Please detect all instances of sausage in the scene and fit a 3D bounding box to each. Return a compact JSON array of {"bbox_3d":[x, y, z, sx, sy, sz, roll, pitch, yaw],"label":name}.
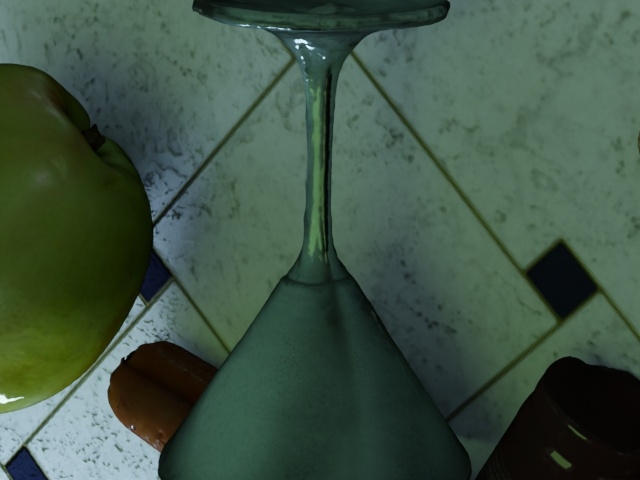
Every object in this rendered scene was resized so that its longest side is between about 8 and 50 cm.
[{"bbox_3d":[-0.069,0.196,1.740,0.330,0.102,0.102,27,120,29],"label":"sausage"}]

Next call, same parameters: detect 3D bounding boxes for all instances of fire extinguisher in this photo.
[{"bbox_3d":[0.163,0.246,1.565,0.114,0.135,0.337,18,124,-14],"label":"fire extinguisher"}]

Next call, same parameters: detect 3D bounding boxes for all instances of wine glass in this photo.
[{"bbox_3d":[0.000,0.000,1.529,0.267,0.267,0.406,12,107,36],"label":"wine glass"}]

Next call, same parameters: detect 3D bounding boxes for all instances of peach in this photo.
[{"bbox_3d":[-0.303,0.006,1.726,0.281,0.314,0.315,37,85,7],"label":"peach"}]

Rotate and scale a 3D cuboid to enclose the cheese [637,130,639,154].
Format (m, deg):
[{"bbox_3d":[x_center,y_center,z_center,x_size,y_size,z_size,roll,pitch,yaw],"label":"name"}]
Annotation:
[{"bbox_3d":[0.336,-0.086,1.351,0.256,0.037,0.106,-26,87,40],"label":"cheese"}]
